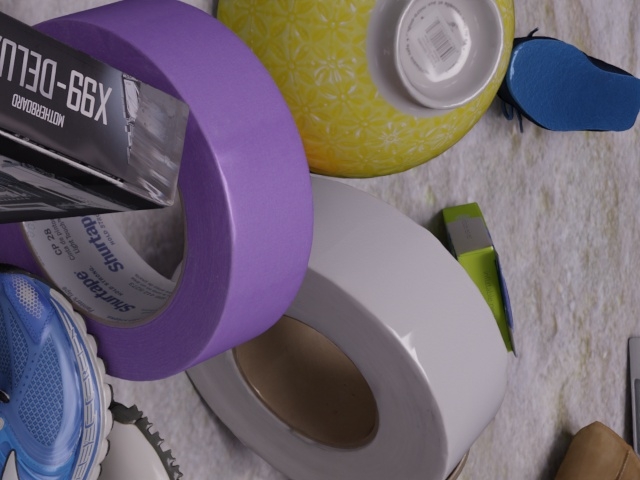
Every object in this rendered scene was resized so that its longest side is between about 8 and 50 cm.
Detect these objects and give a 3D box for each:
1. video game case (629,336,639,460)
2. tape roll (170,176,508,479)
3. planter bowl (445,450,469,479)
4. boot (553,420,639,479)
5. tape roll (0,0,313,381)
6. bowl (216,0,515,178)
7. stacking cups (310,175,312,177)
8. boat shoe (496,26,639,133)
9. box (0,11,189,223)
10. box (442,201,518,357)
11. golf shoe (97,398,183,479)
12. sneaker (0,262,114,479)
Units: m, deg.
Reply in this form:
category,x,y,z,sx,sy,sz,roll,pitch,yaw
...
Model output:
category,x,y,z,sx,sy,sz,roll,pitch,yaw
video game case,0.434,0.205,2.190,0.201,0.023,0.183,2,84,-47
tape roll,0.011,0.088,1.542,0.100,0.286,0.286,-47,125,-36
planter bowl,0.067,0.183,1.720,0.109,0.162,0.162,58,47,-68
boot,0.242,0.304,1.963,0.269,0.089,0.236,-59,142,-27
tape roll,-0.136,-0.038,1.374,0.090,0.275,0.274,-24,110,-46
bowl,0.070,-0.182,1.622,0.289,0.156,0.289,-9,108,-30
stacking cups,0.000,0.000,1.680,0.316,0.096,0.096,39,64,-36
boat shoe,0.239,-0.155,1.927,0.258,0.089,0.109,19,92,-52
box,-0.278,-0.079,1.190,0.242,0.307,0.076,25,68,-47
box,0.154,0.040,1.796,0.178,0.042,0.109,-94,172,-73
golf shoe,-0.168,0.267,1.490,0.120,0.105,0.273,-12,101,-40
sneaker,-0.249,0.181,1.373,0.147,0.130,0.330,2,91,-50
